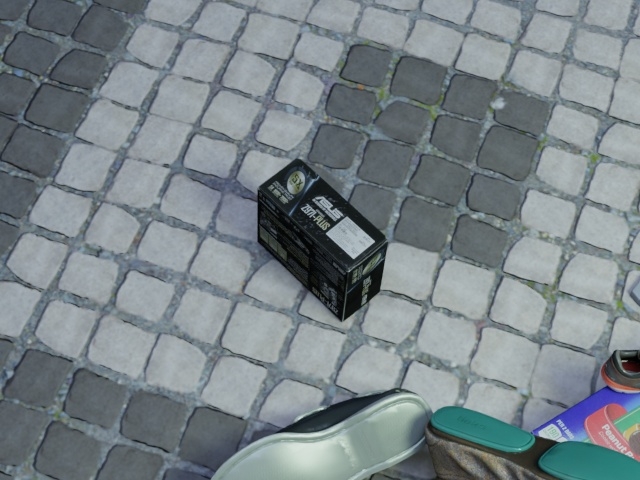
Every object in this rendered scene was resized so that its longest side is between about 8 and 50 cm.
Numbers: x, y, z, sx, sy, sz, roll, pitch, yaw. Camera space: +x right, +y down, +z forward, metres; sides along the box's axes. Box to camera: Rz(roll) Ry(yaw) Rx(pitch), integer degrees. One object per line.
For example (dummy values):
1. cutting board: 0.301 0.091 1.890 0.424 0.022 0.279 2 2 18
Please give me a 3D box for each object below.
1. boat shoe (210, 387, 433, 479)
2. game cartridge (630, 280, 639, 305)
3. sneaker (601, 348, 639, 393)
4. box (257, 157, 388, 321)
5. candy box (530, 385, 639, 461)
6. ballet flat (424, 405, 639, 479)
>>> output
1. boat shoe: -0.002 0.273 1.601 0.302 0.091 0.114 -16 94 -14
2. game cartridge: 0.483 0.085 1.779 0.083 0.017 0.056 37 61 18
3. sneaker: 0.432 0.162 1.565 0.157 0.065 0.061 1 54 3
4. box: 0.000 0.000 1.727 0.077 0.147 0.180 -38 67 -22
5. candy box: 0.460 0.293 1.591 0.317 0.122 0.268 -26 62 -19
6. ballet flat: 0.264 0.285 1.502 0.316 0.106 0.107 15 26 41
